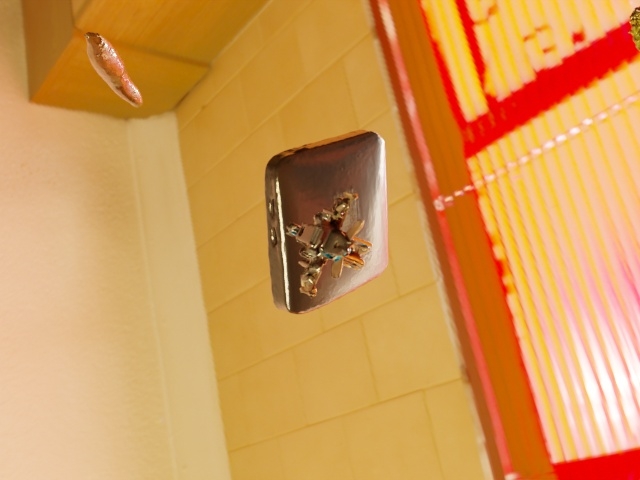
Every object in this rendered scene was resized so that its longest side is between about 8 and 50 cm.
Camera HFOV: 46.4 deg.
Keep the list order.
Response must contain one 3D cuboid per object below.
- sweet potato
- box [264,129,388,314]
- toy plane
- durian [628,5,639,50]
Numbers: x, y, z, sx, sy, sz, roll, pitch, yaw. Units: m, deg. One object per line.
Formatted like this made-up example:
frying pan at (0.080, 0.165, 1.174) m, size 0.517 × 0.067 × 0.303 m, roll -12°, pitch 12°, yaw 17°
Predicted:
sweet potato at (-0.386, -0.317, 1.391) m, size 0.058 × 0.264 × 0.057 m, roll -1°, pitch -103°, yaw 3°
box at (0.017, -0.038, 1.317) m, size 0.290 × 0.073 × 0.288 m, roll -24°, pitch -62°, yaw -44°
toy plane at (-0.009, -0.005, 0.920) m, size 0.062 × 0.188 × 0.135 m, roll 27°, pitch -92°, yaw -37°
durian at (0.647, -0.385, 1.341) m, size 0.187 × 0.108 × 0.118 m, roll -31°, pitch -65°, yaw -33°
